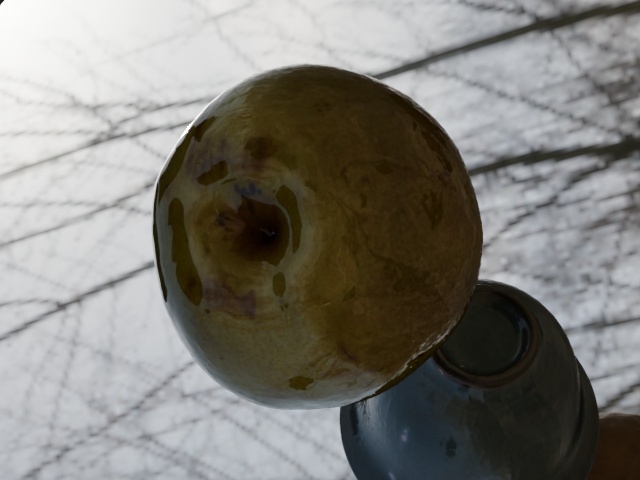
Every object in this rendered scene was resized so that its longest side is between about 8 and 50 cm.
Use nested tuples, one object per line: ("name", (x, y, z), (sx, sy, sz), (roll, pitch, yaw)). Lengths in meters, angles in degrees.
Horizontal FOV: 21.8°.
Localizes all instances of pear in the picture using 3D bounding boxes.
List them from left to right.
("pear", (0.000, 0.000, 1.009), (0.209, 0.209, 0.209), (38, -136, -49))

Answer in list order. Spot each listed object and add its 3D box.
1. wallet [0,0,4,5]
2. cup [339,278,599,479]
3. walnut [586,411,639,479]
("wallet", (-0.411, -0.226, 1.196), (0.342, 0.075, 0.237), (41, -124, -11))
("cup", (0.111, 0.100, 1.204), (0.150, 0.199, 0.199), (87, -176, -60))
("walnut", (0.241, 0.275, 1.485), (0.209, 0.209, 0.336), (69, -154, -11))
